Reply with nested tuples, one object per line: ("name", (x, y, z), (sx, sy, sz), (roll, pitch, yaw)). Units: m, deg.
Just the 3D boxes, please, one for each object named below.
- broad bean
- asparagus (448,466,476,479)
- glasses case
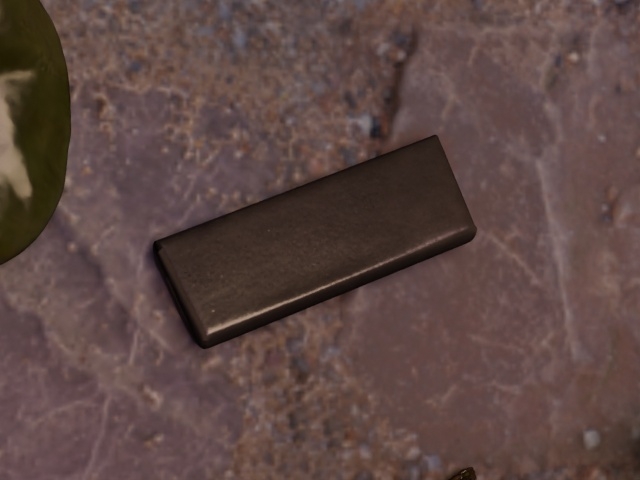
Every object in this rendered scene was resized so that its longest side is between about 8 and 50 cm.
("broad bean", (-0.217, -0.085, 0.815), (0.153, 0.072, 0.207), (-24, 105, -13))
("asparagus", (0.005, 0.221, 0.874), (0.248, 0.025, 0.024), (-36, 54, -14))
("glasses case", (-0.002, 0.000, 0.876), (0.190, 0.042, 0.072), (-21, 86, -16))
